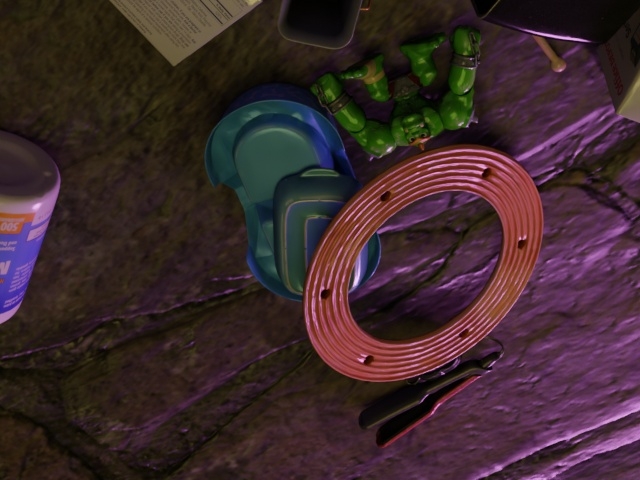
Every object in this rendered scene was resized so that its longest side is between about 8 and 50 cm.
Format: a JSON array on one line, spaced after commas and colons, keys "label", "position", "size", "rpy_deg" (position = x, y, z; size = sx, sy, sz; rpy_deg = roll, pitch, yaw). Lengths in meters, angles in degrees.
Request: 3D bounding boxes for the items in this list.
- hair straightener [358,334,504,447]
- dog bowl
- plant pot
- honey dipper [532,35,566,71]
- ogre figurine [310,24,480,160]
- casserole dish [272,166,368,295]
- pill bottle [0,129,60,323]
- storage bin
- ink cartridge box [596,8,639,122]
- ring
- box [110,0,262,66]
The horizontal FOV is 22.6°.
[{"label": "hair straightener", "position": [0.142, 0.189, 2.131], "size": [0.230, 0.047, 0.089], "rpy_deg": [-33, 119, 22]}, {"label": "dog bowl", "position": [-0.031, -0.061, 1.942], "size": [0.166, 0.074, 0.297], "rpy_deg": [-15, 123, 11]}, {"label": "plant pot", "position": [0.266, -0.319, 1.700], "size": [0.167, 0.187, 0.188], "rpy_deg": [23, 124, -30]}, {"label": "honey dipper", "position": [0.235, -0.252, 1.833], "size": [0.030, 0.030, 0.160], "rpy_deg": [-30, 124, 20]}, {"label": "ogre figurine", "position": [0.102, -0.167, 1.857], "size": [0.197, 0.097, 0.118], "rpy_deg": [-25, 107, -9]}, {"label": "casserole dish", "position": [0.000, 0.000, 1.918], "size": [0.114, 0.037, 0.188], "rpy_deg": [0, 126, 1]}, {"label": "pill bottle", "position": [-0.422, 0.011, 1.951], "size": [0.152, 0.152, 0.272], "rpy_deg": [17, 123, -11]}, {"label": "storage bin", "position": [0.011, -0.293, 1.765], "size": [0.098, 0.091, 0.135], "rpy_deg": [11, 126, -7]}, {"label": "ink cartridge box", "position": [0.397, -0.244, 1.755], "size": [0.093, 0.154, 0.212], "rpy_deg": [17, 124, -11]}, {"label": "ring", "position": [0.124, 0.027, 1.945], "size": [0.337, 0.032, 0.336], "rpy_deg": [-17, 130, -21]}, {"label": "box", "position": [-0.152, -0.288, 1.783], "size": [0.137, 0.072, 0.126], "rpy_deg": [-33, 118, 22]}]
